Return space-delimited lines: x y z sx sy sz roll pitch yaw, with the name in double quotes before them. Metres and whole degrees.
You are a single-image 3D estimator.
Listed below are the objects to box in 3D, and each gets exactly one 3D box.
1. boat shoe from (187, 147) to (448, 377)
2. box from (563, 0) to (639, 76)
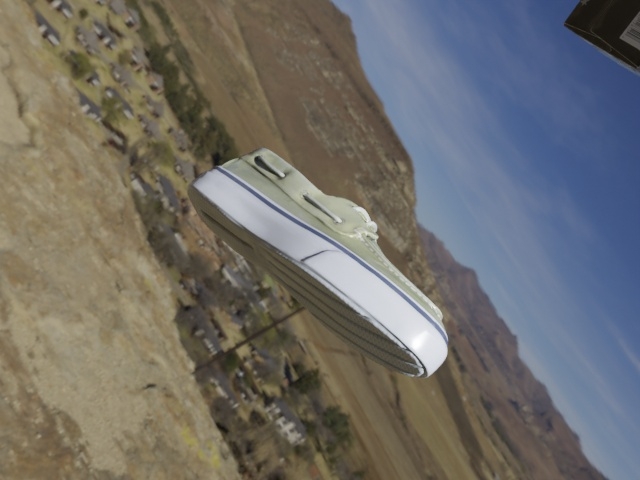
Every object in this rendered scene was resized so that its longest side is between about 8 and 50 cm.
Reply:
"boat shoe" 0.000 0.000 0.590 0.302 0.094 0.109 36 -21 31
"box" 0.461 -0.314 0.817 0.142 0.247 0.163 18 28 -31
